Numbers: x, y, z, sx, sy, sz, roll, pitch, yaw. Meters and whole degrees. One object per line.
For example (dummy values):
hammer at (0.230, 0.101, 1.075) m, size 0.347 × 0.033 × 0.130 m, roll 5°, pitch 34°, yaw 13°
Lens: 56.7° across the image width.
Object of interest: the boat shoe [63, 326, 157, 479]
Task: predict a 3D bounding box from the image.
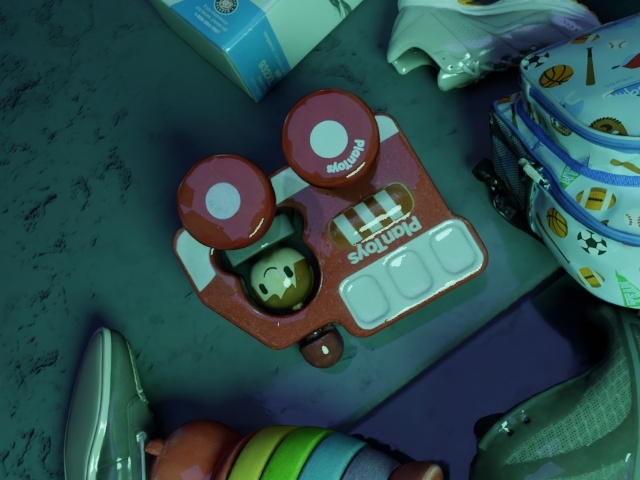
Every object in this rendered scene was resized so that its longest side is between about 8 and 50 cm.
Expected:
boat shoe at (-0.226, 0.266, 0.664) m, size 0.112 × 0.096 × 0.335 m, roll -30°, pitch 55°, yaw 42°

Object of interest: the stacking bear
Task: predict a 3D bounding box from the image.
stacking bear at (-0.041, 0.257, 0.577) m, size 0.289 × 0.175 × 0.164 m, roll 8°, pitch 70°, yaw 25°

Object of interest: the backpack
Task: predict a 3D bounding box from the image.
backpack at (0.311, -0.076, 0.549) m, size 0.277 × 0.213 × 0.263 m, roll -23°, pitch 52°, yaw 7°

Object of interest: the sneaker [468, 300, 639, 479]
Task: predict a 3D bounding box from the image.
sneaker at (0.201, 0.250, 0.498) m, size 0.202 × 0.185 × 0.483 m, roll 25°, pitch 60°, yaw 33°

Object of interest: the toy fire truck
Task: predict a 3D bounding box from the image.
toy fire truck at (0.000, 0.000, 0.664) m, size 0.302 × 0.169 × 0.253 m, roll -31°, pitch 84°, yaw 3°

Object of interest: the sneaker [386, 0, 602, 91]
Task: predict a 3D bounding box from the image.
sneaker at (0.203, -0.231, 0.727) m, size 0.263 × 0.099 × 0.121 m, roll 18°, pitch 84°, yaw 28°

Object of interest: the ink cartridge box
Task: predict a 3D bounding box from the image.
ink cartridge box at (-0.068, -0.384, 0.825) m, size 0.307 × 0.129 × 0.223 m, roll -45°, pitch 66°, yaw -4°
